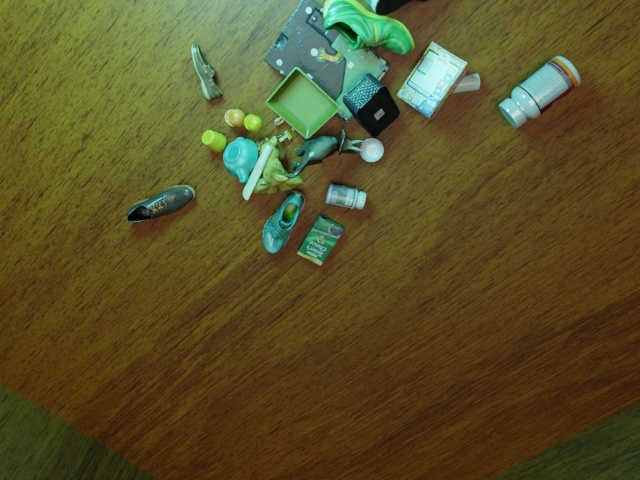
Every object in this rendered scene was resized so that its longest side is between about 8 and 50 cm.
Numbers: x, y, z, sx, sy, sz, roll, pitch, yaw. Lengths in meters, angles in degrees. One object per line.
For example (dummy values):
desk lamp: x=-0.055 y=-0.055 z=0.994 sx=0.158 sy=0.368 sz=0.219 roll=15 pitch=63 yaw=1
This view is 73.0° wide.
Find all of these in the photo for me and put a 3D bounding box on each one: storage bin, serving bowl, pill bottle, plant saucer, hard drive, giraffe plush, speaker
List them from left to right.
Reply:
giraffe plush: x=-0.172 y=-0.264 z=1.509 sx=0.182 sy=0.210 sz=0.170 roll=-13 pitch=85 yaw=13
plant saucer: x=-0.054 y=-0.451 z=1.409 sx=0.188 sy=0.045 sz=0.188 roll=38 pitch=139 yaw=-19
hard drive: x=0.023 y=-0.576 z=1.395 sx=0.339 sy=0.064 sz=0.236 roll=33 pitch=112 yaw=-13
pill bottle: x=0.093 y=-0.159 z=1.588 sx=0.137 sy=0.078 sz=0.078 roll=12 pitch=115 yaw=-5
serving bowl: x=0.181 y=-0.323 z=1.533 sx=0.084 sy=0.027 sz=0.083 roll=0 pitch=117 yaw=1
storage bin: x=0.166 y=-0.430 z=1.391 sx=0.122 sy=0.084 sz=0.180 roll=-43 pitch=150 yaw=10
speaker: x=0.449 y=-0.513 z=1.421 sx=0.137 sy=0.055 sz=0.055 roll=-7 pitch=115 yaw=4
pill bottle: x=0.703 y=-0.474 z=1.397 sx=0.221 sy=0.121 sz=0.121 roll=-39 pitch=109 yaw=18

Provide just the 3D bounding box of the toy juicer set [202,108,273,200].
toy juicer set: x=-0.243 y=-0.304 z=1.439 sx=0.209 sy=0.090 sz=0.329 roll=-45 pitch=63 yaw=12

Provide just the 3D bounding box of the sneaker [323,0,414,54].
sneaker: x=0.139 y=-0.617 z=1.296 sx=0.296 sy=0.109 sz=0.123 roll=17 pitch=86 yaw=-16

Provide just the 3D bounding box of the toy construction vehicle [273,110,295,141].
toy construction vehicle: x=-0.118 y=-0.395 z=1.501 sx=0.098 sy=0.035 sz=0.085 roll=-26 pitch=113 yaw=13

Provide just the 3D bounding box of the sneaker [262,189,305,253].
sneaker: x=-0.146 y=-0.063 z=1.622 sx=0.107 sy=0.110 sz=0.275 roll=23 pitch=115 yaw=-10

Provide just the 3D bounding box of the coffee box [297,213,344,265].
coffee box: x=0.000 y=0.000 z=1.687 sx=0.113 sy=0.040 sz=0.184 roll=29 pitch=113 yaw=-12

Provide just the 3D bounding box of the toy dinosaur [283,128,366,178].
toy dinosaur: x=-0.010 y=-0.302 z=1.446 sx=0.160 sy=0.314 sz=0.120 roll=-17 pitch=96 yaw=49

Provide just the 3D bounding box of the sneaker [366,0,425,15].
sneaker: x=0.225 y=-0.776 z=1.267 sx=0.296 sy=0.123 sz=0.178 roll=-30 pitch=72 yaw=-21

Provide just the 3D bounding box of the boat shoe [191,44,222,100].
boat shoe: x=-0.373 y=-0.553 z=1.418 sx=0.060 sy=0.064 sz=0.177 roll=-13 pitch=121 yaw=2

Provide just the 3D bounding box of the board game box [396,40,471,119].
board game box: x=0.359 y=-0.510 z=1.386 sx=0.147 sy=0.045 sz=0.193 roll=45 pitch=115 yaw=23

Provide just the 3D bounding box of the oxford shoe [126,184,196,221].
oxford shoe: x=-0.591 y=-0.126 z=1.606 sx=0.272 sy=0.098 sz=0.096 roll=-21 pitch=114 yaw=11
